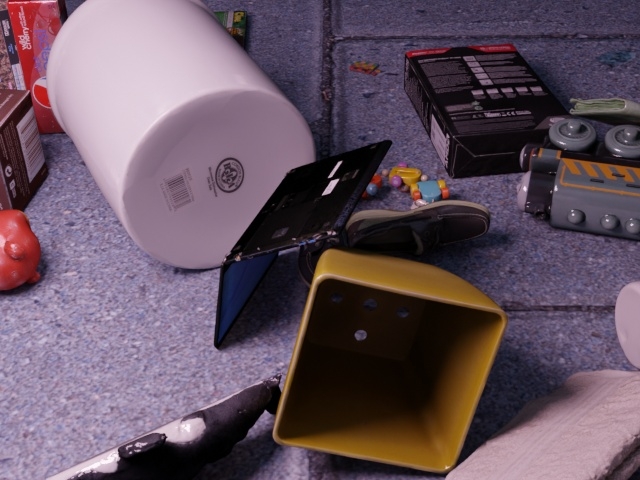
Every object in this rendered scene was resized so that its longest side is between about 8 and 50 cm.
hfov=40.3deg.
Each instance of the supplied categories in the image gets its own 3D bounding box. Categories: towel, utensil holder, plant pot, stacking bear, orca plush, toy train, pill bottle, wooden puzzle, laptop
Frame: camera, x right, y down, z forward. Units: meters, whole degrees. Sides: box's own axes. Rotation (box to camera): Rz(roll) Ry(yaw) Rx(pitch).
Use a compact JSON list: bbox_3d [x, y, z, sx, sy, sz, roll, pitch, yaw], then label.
[{"bbox_3d":[0.605,-0.191,1.449,0.325,0.038,0.248,12,7,-7],"label":"towel"},{"bbox_3d":[-0.221,-0.185,1.369,0.328,0.327,0.385,-17,41,-22],"label":"utensil holder"},{"bbox_3d":[0.067,0.115,1.023,0.212,0.212,0.187,12,20,-9],"label":"plant pot"},{"bbox_3d":[0.276,0.215,0.945,0.282,0.049,0.187,-29,7,-34],"label":"towel"},{"bbox_3d":[-0.547,-0.013,1.280,0.289,0.175,0.164,17,56,9],"label":"stacking bear"},{"bbox_3d":[-0.154,0.253,0.981,0.287,0.102,0.151,-20,-6,-40],"label":"orca plush"},{"bbox_3d":[0.131,-0.077,1.445,0.166,0.046,0.125,26,45,37],"label":"toy train"},{"bbox_3d":[0.502,0.100,1.123,0.208,0.117,0.117,-6,36,-7],"label":"pill bottle"},{"bbox_3d":[0.096,-0.378,1.900,0.083,0.006,0.049,17,39,24],"label":"wooden puzzle"},{"bbox_3d":[-0.025,0.005,1.163,0.264,0.136,0.234,-14,27,30],"label":"laptop"},{"bbox_3d":[0.476,-0.084,1.377,0.334,0.142,0.190,11,47,16],"label":"toy train"}]

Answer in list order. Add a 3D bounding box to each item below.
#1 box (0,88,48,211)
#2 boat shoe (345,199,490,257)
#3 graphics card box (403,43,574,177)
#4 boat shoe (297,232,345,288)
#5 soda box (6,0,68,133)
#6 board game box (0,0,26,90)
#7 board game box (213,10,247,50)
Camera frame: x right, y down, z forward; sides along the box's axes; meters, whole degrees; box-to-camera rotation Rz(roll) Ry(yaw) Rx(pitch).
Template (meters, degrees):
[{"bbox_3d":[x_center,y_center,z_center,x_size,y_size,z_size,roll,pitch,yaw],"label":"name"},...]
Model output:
[{"bbox_3d":[-0.589,-0.145,1.447,0.203,0.168,0.167,2,36,5],"label":"box"},{"bbox_3d":[0.148,-0.008,1.323,0.224,0.080,0.073,-4,41,5],"label":"boat shoe"},{"bbox_3d":[0.309,-0.256,1.649,0.233,0.094,0.371,-6,35,-7],"label":"graphics card box"},{"bbox_3d":[0.000,0.000,1.319,0.075,0.065,0.206,-3,36,-3],"label":"boat shoe"},{"bbox_3d":[-0.509,-0.335,1.631,0.092,0.263,0.083,-4,34,-4],"label":"soda box"},{"bbox_3d":[-0.664,-0.363,1.702,0.291,0.232,0.141,-20,39,-26],"label":"board game box"},{"bbox_3d":[-0.241,-0.474,2.025,0.136,0.030,0.259,-3,35,1],"label":"board game box"}]
